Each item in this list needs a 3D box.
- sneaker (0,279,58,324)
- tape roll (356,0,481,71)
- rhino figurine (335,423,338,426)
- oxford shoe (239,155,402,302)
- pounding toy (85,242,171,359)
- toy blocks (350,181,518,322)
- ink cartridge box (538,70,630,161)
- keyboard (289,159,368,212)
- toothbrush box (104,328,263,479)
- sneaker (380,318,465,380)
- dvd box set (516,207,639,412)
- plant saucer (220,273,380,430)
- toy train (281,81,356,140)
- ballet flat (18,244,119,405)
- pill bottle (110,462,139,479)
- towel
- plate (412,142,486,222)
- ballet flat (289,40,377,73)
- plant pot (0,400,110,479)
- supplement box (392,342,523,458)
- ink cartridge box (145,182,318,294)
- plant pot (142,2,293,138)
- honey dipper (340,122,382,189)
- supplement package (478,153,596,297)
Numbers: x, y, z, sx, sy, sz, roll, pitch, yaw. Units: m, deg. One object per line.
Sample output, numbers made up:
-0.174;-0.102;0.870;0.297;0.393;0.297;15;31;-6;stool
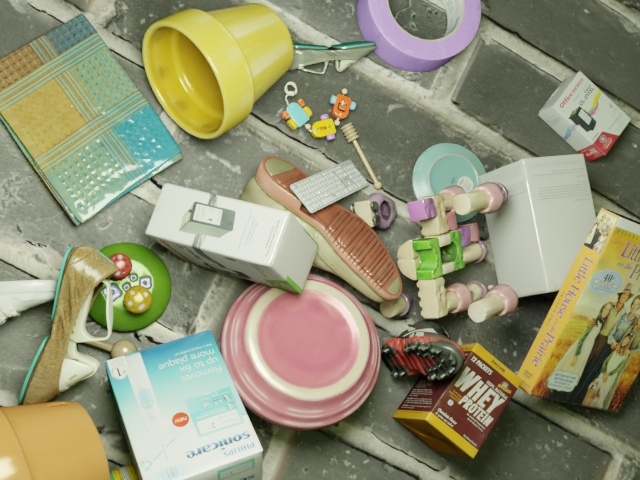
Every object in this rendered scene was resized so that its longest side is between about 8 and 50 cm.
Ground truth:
-0.633;0.164;1.661;0.293;0.108;0.169;-9;85;-7;sneaker
0.225;-0.531;2.016;0.275;0.090;0.274;2;81;-15;tape roll
-0.028;0.269;1.826;0.106;0.073;0.243;-5;80;-6;rhino figurine
0.000;0.000;1.840;0.397;0.146;0.140;44;33;6;oxford shoe
-0.393;0.111;1.728;0.183;0.110;0.236;28;75;-10;pounding toy
0.279;0.018;1.906;0.260;0.309;0.288;-16;99;-50;toy blocks
0.630;-0.296;2.101;0.175;0.072;0.127;41;74;-7;ink cartridge box
0.023;-0.116;1.850;0.072;0.014;0.256;47;33;9;keyboard
-0.258;0.340;1.649;0.217;0.126;0.295;-15;51;-17;toothbrush box
0.228;0.218;1.804;0.135;0.276;0.097;-33;95;-22;sneaker
0.626;0.162;1.898;0.308;0.062;0.420;17;104;-33;dvd box set
-0.032;0.208;1.761;0.332;0.084;0.332;6;63;-12;plant saucer
-0.010;-0.284;1.935;0.166;0.046;0.125;12;77;-17;toy train
-0.462;0.181;1.658;0.124;0.116;0.342;19;92;-2;ballet flat
-0.307;0.468;1.693;0.209;0.117;0.117;-19;87;-18;pill bottle
-0.489;-0.249;1.797;0.271;0.040;0.370;-36;90;-19;towel
0.301;-0.134;2.009;0.188;0.024;0.188;3;80;-15;plate
0.022;-0.407;1.959;0.213;0.072;0.068;-6;110;-16;ballet flat
-0.512;0.413;1.577;0.204;0.291;0.290;-16;86;-35;plant pot
0.284;0.333;1.843;0.129;0.191;0.194;40;72;-7;supplement box
-0.168;-0.003;1.706;0.273;0.198;0.114;14;76;21;ink cartridge box
-0.193;-0.370;1.802;0.239;0.254;0.254;-36;92;-32;plant pot
0.096;-0.187;1.957;0.031;0.030;0.160;-31;93;-18;honey dipper
0.493;-0.027;1.958;0.178;0.175;0.292;-6;83;-26;supplement package
